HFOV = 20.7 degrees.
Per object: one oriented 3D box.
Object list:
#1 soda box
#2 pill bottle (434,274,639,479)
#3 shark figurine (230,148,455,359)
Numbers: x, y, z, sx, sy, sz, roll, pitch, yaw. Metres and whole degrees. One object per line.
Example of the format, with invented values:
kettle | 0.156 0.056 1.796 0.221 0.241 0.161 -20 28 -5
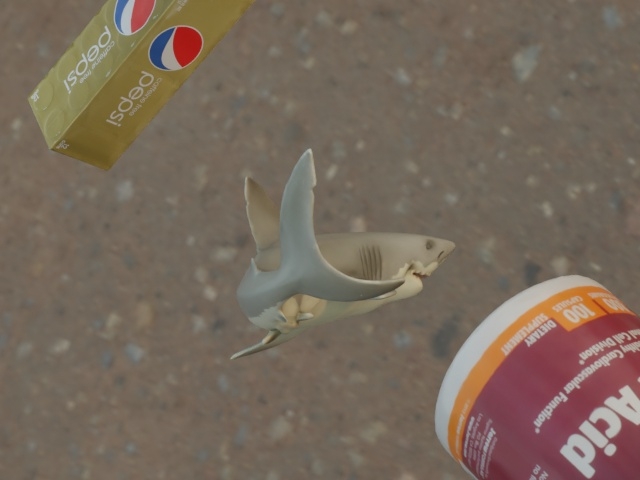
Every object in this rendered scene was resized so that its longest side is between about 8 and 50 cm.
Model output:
soda box | -0.131 -0.137 1.263 0.181 0.058 0.061 -47 48 23
pill bottle | 0.303 0.227 1.589 0.224 0.224 0.392 -53 53 9
shark figurine | -0.021 0.006 1.133 0.166 0.278 0.116 -22 83 13
